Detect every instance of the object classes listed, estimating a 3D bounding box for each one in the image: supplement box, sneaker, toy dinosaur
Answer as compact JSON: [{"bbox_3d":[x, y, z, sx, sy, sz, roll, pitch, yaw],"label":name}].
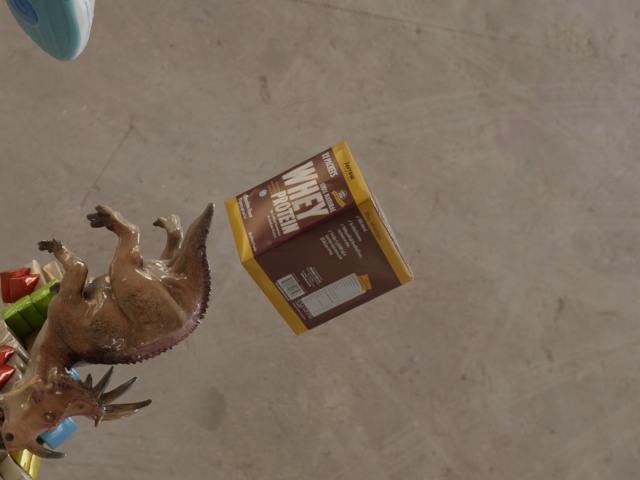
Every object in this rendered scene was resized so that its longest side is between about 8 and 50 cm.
[{"bbox_3d":[0.000,0.000,1.273,0.191,0.194,0.129,57,9,-45],"label":"supplement box"},{"bbox_3d":[-0.256,-0.357,1.016,0.127,0.319,0.208,37,60,6],"label":"sneaker"},{"bbox_3d":[-0.197,0.085,0.908,0.200,0.295,0.127,65,11,20],"label":"toy dinosaur"}]

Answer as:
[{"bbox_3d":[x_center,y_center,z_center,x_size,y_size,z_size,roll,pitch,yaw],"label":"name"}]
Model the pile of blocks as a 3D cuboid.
[{"bbox_3d":[-0.364,0.147,1.118,0.112,0.149,0.362,68,11,-47],"label":"pile of blocks"}]
